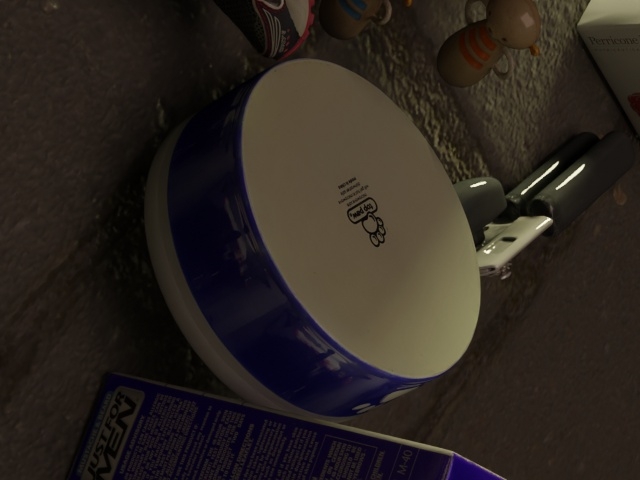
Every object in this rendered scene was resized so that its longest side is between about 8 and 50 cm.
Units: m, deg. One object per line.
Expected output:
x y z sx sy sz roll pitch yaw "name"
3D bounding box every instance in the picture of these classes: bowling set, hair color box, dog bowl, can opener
0.038 -0.237 1.082 0.199 0.154 0.287 -23 85 -26 "bowling set"
-0.001 0.191 0.984 0.185 0.338 0.110 33 73 -42 "hair color box"
0.000 0.000 1.059 0.265 0.104 0.265 28 48 -36 "dog bowl"
0.208 -0.044 1.357 0.280 0.074 0.093 -32 115 -39 "can opener"

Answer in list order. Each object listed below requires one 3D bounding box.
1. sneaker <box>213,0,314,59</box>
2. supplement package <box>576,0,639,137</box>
-0.126 -0.233 0.980 0.299 0.121 0.112 43 77 -20 "sneaker"
0.434 -0.187 1.496 0.293 0.177 0.175 50 61 -35 "supplement package"
